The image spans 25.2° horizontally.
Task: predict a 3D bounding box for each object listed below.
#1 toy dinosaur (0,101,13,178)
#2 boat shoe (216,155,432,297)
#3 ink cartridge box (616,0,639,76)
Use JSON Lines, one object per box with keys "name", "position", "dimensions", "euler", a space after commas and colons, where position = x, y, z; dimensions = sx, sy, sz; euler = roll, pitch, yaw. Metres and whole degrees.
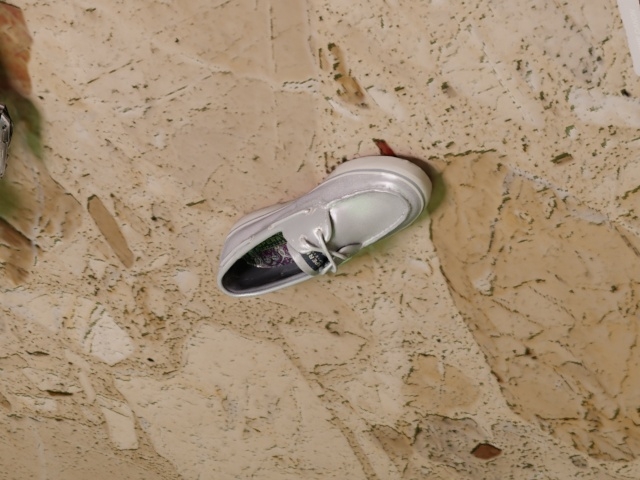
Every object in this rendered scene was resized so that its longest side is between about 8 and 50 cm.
{"name": "toy dinosaur", "position": [-0.371, -0.141, 1.230], "dimensions": [0.218, 0.164, 0.322], "euler": [8, 103, -6]}
{"name": "boat shoe", "position": [-0.001, -0.001, 1.241], "dimensions": [0.227, 0.081, 0.079], "euler": [-22, 123, 38]}
{"name": "ink cartridge box", "position": [0.307, -0.183, 0.966], "dimensions": [0.224, 0.056, 0.181], "euler": [13, 141, 38]}
